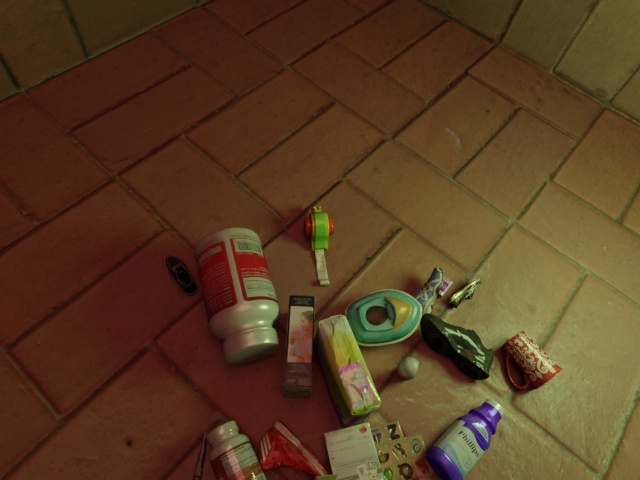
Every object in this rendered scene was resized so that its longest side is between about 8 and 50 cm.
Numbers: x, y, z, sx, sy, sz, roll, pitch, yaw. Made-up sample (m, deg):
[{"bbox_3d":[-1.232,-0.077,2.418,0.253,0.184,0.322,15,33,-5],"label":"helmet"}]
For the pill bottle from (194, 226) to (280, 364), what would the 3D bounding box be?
[{"bbox_3d":[-0.265,0.179,1.452,0.229,0.229,0.407,-12,62,-13],"label":"pill bottle"}]

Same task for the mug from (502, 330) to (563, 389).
[{"bbox_3d":[0.695,0.406,1.494,0.150,0.113,0.169,-25,62,-21],"label":"mug"}]

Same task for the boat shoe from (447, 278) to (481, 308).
[{"bbox_3d":[0.537,0.197,1.635,0.152,0.056,0.049,-33,73,-12],"label":"boat shoe"}]

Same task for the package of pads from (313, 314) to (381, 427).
[{"bbox_3d":[0.069,0.399,1.358,0.101,0.229,0.296,-15,62,-15],"label":"package of pads"}]

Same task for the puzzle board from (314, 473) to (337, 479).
[{"bbox_3d":[-0.008,0.709,1.226,0.011,0.096,0.128,21,86,43],"label":"puzzle board"}]

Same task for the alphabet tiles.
[{"bbox_3d":[0.209,0.728,1.306,0.286,0.011,0.342,-11,61,-13],"label":"alphabet tiles"}]

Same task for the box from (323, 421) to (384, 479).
[{"bbox_3d":[0.098,0.652,1.310,0.145,0.038,0.186,-9,62,-12],"label":"box"}]

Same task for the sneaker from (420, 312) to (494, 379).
[{"bbox_3d":[0.466,0.343,1.517,0.286,0.109,0.130,42,55,4],"label":"sneaker"}]

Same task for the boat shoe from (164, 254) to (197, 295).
[{"bbox_3d":[-0.492,0.105,1.555,0.065,0.083,0.183,-33,68,-23],"label":"boat shoe"}]

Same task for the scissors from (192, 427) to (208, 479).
[{"bbox_3d":[-0.347,0.700,1.259,0.109,0.021,0.296,19,58,8],"label":"scissors"}]

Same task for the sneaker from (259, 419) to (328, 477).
[{"bbox_3d":[-0.090,0.647,1.292,0.221,0.087,0.128,37,70,28],"label":"sneaker"}]

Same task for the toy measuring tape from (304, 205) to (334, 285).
[{"bbox_3d":[0.000,0.000,1.655,0.122,0.121,0.329,-2,60,-8],"label":"toy measuring tape"}]

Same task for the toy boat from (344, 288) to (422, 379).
[{"bbox_3d":[0.239,0.307,1.470,0.268,0.148,0.318,-17,65,-8],"label":"toy boat"}]

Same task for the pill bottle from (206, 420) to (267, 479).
[{"bbox_3d":[-0.239,0.631,1.249,0.121,0.121,0.216,-23,64,-19],"label":"pill bottle"}]

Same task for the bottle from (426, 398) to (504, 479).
[{"bbox_3d":[0.453,0.603,1.356,0.283,0.092,0.118,-33,79,-25],"label":"bottle"}]

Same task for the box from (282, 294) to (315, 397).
[{"bbox_3d":[-0.066,0.338,1.418,0.087,0.169,0.289,3,61,-2],"label":"box"}]

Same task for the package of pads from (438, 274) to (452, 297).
[{"bbox_3d":[0.450,0.170,1.650,0.050,0.032,0.083,37,62,18],"label":"package of pads"}]

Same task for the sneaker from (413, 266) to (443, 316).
[{"bbox_3d":[0.379,0.187,1.586,0.081,0.080,0.211,21,76,16],"label":"sneaker"}]
